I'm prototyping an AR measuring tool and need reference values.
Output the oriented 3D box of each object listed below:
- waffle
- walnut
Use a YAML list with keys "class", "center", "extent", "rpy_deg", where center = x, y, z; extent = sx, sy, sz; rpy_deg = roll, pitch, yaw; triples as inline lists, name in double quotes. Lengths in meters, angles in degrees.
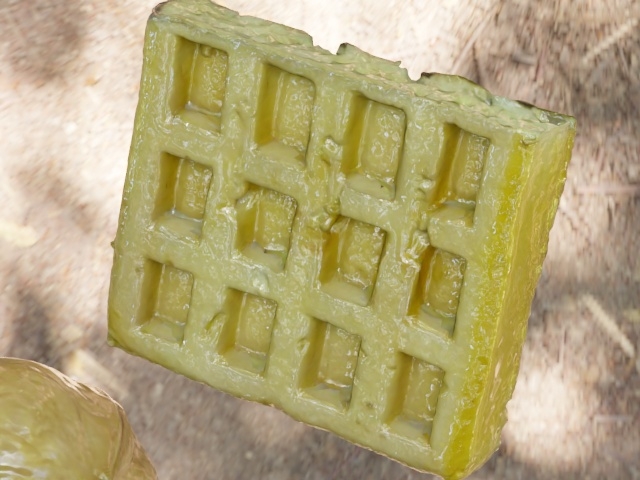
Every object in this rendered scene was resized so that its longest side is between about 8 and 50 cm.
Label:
- class: "waffle"
  center: [0.000, 0.000, 0.889]
  extent: [0.248, 0.055, 0.221]
  rpy_deg: [19, 117, 18]
- class: "walnut"
  center: [-0.209, 0.163, 1.011]
  extent: [0.226, 0.193, 0.193]
  rpy_deg: [-24, 103, 40]
